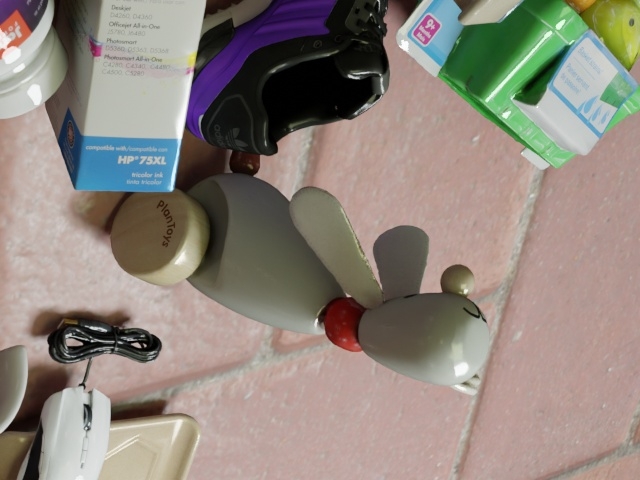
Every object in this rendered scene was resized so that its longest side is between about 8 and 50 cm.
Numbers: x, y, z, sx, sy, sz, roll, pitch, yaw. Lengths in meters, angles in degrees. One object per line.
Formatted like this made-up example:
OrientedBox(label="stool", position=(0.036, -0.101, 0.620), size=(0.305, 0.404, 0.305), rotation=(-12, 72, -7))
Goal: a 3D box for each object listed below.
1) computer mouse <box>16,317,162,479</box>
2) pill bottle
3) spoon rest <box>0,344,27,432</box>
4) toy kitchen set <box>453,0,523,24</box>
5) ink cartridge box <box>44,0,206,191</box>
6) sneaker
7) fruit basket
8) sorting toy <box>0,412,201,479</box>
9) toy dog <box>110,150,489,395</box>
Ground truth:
OrientedBox(label="computer mouse", position=(-0.205, 0.163, 1.432), size=(0.106, 0.042, 0.193), rotation=(14, 93, -43))
OrientedBox(label="pill bottle", position=(-0.243, -0.172, 1.115), size=(0.108, 0.108, 0.193), rotation=(-42, 141, -12))
OrientedBox(label="spoon rest", position=(-0.340, 0.129, 1.262), size=(0.276, 0.084, 0.137), rotation=(-2, 163, -46))
OrientedBox(label="toy kitchen set", position=(0.153, -0.296, 1.291), size=(0.207, 0.166, 0.122), rotation=(-44, 170, 33))
OrientedBox(label="ink cartridge box", position=(-0.137, -0.165, 1.193), size=(0.078, 0.134, 0.231), rotation=(1, 122, -21))
OrientedBox(label="sneaker", position=(0.014, -0.164, 1.333), size=(0.293, 0.146, 0.102), rotation=(-44, 142, -21))
OrientedBox(label="fruit basket", position=(0.252, -0.244, 1.472), size=(0.353, 0.165, 0.327), rotation=(-47, 147, 7))
OrientedBox(label="sorting toy", position=(-0.225, 0.243, 1.527), size=(0.208, 0.038, 0.193), rotation=(1, 119, -40))
OrientedBox(label="toy dog", position=(0.000, 0.000, 1.371), size=(0.220, 0.334, 0.161), rotation=(26, 83, -76))
